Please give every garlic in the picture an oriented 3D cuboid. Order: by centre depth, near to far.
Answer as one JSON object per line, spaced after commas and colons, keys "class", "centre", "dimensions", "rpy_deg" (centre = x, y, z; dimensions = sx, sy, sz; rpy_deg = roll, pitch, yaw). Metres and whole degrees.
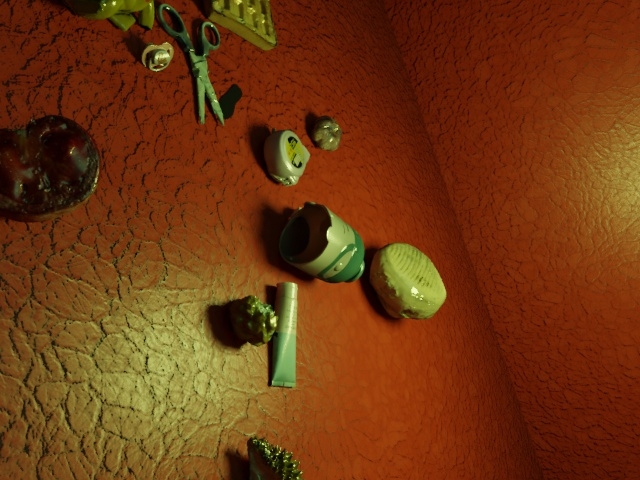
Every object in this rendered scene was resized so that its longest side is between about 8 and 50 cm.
{"class": "garlic", "centre": [0.031, -0.434, 2.205], "dimensions": [0.159, 0.102, 0.147], "rpy_deg": [-30, 101, -57]}

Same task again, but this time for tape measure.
{"class": "tape measure", "centre": [-0.127, -0.296, 1.900], "dimensions": [0.178, 0.105, 0.196], "rpy_deg": [61, 34, -30]}

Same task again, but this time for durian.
{"class": "durian", "centre": [-0.118, 0.650, 1.404], "dimensions": [0.172, 0.166, 0.306], "rpy_deg": [58, 24, -83]}

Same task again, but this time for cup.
{"class": "cup", "centre": [0.000, 0.000, 1.855], "dimensions": [0.257, 0.219, 0.289], "rpy_deg": [34, 16, -46]}

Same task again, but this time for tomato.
{"class": "tomato", "centre": [-0.565, -0.132, 1.106], "dimensions": [0.233, 0.139, 0.200], "rpy_deg": [-19, 82, -24]}

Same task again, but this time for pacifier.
{"class": "pacifier", "centre": [-0.468, -0.526, 1.541], "dimensions": [0.099, 0.081, 0.078], "rpy_deg": [-26, 62, -38]}

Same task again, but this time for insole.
{"class": "insole", "centre": [-0.298, -0.460, 1.807], "dimensions": [0.064, 0.004, 0.188], "rpy_deg": [52, 37, -29]}

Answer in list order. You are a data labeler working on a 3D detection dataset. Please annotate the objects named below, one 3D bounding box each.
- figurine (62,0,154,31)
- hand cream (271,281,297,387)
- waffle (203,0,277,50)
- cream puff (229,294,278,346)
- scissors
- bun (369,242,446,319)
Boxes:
{"class": "figurine", "centre": [-0.527, -0.649, 1.408], "dimensions": [0.327, 0.169, 0.218], "rpy_deg": [-46, 128, -53]}
{"class": "hand cream", "centre": [-0.109, 0.288, 1.673], "dimensions": [0.111, 0.070, 0.312], "rpy_deg": [26, 61, -51]}
{"class": "waffle", "centre": [-0.297, -0.865, 1.953], "dimensions": [0.348, 0.077, 0.304], "rpy_deg": [8, 69, -56]}
{"class": "cream puff", "centre": [-0.192, 0.218, 1.521], "dimensions": [0.156, 0.121, 0.156], "rpy_deg": [38, 0, 0]}
{"class": "scissors", "centre": [-0.378, -0.535, 1.702], "dimensions": [0.256, 0.029, 0.383], "rpy_deg": [0, 75, -56]}
{"class": "bun", "centre": [0.342, 0.171, 2.260], "dimensions": [0.362, 0.234, 0.326], "rpy_deg": [27, 44, -28]}
